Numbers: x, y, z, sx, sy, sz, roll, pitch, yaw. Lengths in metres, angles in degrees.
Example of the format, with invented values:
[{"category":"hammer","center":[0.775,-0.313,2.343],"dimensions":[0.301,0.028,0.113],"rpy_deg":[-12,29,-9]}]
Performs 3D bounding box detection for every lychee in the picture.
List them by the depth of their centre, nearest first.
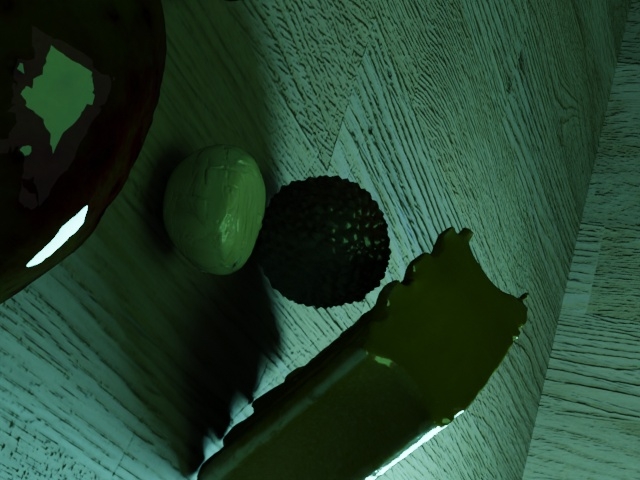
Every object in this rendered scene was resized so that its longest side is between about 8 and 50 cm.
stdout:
[{"category":"lychee","center":[0.000,0.000,1.533],"dimensions":[0.165,0.197,0.165],"rpy_deg":[-13,115,-28]}]

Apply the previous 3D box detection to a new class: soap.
[{"category":"soap","center":[0.048,0.170,1.472],"dimensions":[0.335,0.156,0.293],"rpy_deg":[-43,-178,34]}]

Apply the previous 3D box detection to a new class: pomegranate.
[{"category":"pomegranate","center":[-0.263,-0.098,0.772],"dimensions":[0.291,0.323,0.291],"rpy_deg":[-162,-90,-81]}]

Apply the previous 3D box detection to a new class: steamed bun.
[{"category":"steamed bun","center":[-0.113,-0.035,1.304],"dimensions":[0.112,0.091,0.130],"rpy_deg":[63,38,-62]}]
